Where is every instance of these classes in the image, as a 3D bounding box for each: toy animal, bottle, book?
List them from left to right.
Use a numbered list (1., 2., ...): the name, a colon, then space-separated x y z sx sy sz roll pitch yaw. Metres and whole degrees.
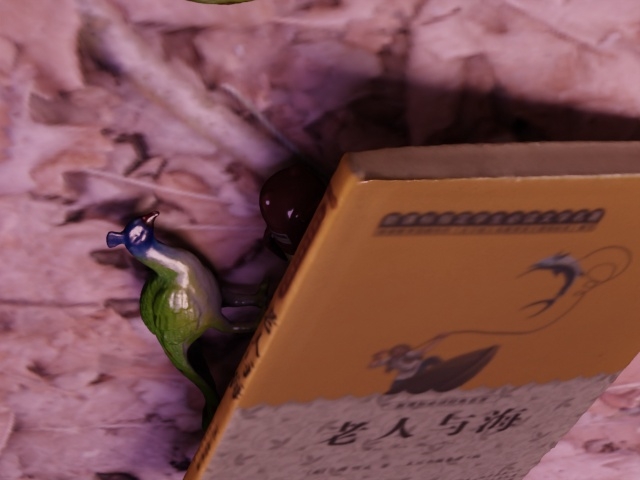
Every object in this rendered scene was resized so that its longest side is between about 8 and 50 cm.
1. toy animal: -0.060 0.056 0.765 0.075 0.041 0.217 -8 143 7
2. bottle: 0.002 -0.001 0.702 0.063 0.047 0.101 -27 131 8
3. book: 0.067 0.081 0.762 0.269 0.032 0.389 -4 143 -26

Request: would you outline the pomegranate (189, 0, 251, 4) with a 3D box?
1. pomegranate: -0.028 -0.173 0.449 0.122 0.143 0.169 -32 103 -21
